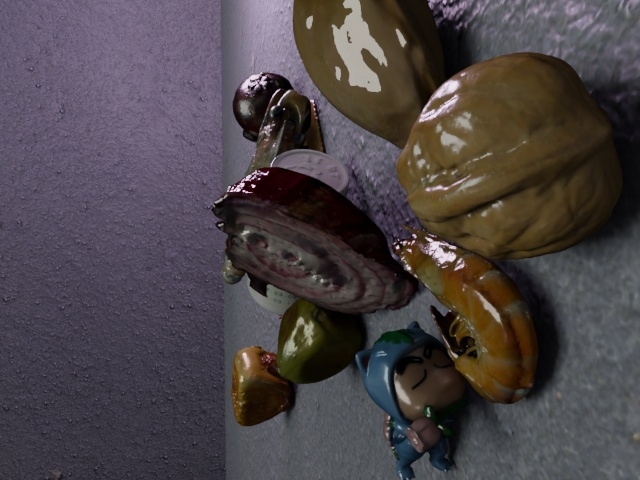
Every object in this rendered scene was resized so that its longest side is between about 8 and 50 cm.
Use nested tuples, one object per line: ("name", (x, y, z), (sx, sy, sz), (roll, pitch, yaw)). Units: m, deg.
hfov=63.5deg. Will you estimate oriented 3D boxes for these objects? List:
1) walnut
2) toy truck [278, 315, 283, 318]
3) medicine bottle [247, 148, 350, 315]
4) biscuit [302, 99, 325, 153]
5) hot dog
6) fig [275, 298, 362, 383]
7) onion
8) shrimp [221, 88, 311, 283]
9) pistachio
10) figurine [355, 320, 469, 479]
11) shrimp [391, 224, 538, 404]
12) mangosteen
("walnut", (0.142, -0.060, 0.400), (0.167, 0.149, 0.166), (32, 140, 32))
("toy truck", (-0.093, 0.200, 1.391), (0.032, 0.024, 0.083), (-64, 8, -14))
("medicine bottle", (-0.042, -0.008, 0.954), (0.170, 0.170, 0.292), (-107, 23, -43))
("biscuit", (-0.060, -0.165, 1.157), (0.232, 0.013, 0.236), (-41, 48, 45))
("hot dog", (-0.155, 0.389, 1.388), (0.256, 0.153, 0.150), (102, 155, -43))
("fig", (-0.008, 0.173, 0.900), (0.165, 0.154, 0.144), (-61, -32, -12))
("onion", (0.000, 0.000, 0.738), (0.314, 0.280, 0.146), (114, 176, -65))
("shrimp", (-0.123, -0.111, 1.133), (0.221, 0.110, 0.445), (-122, 53, -80))
("pistachio", (0.064, -0.223, 0.633), (0.212, 0.163, 0.260), (72, 178, -75))
("figurine", (0.115, 0.187, 0.572), (0.144, 0.114, 0.178), (-158, 55, -67))
("shrimp", (0.141, 0.062, 0.539), (0.248, 0.068, 0.150), (-117, 23, -53))
("mangosteen", (-0.133, -0.315, 1.265), (0.184, 0.173, 0.172), (106, 156, -48))
